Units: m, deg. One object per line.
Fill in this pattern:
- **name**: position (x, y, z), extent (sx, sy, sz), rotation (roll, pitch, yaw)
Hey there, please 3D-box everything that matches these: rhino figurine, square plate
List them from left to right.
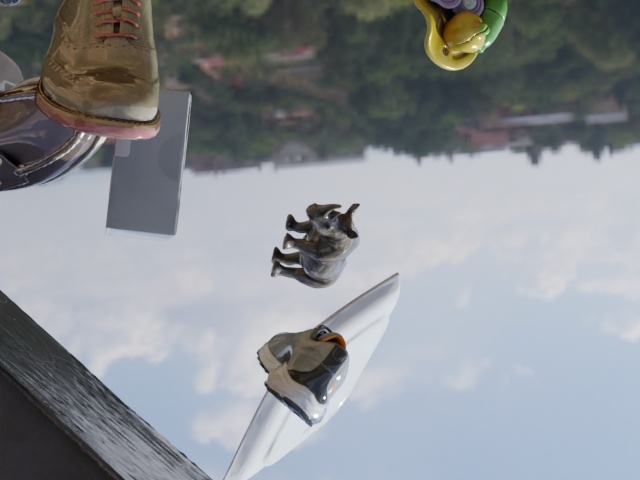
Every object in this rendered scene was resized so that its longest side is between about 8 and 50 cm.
- **square plate**: position (-0.002, 0.243, 2.217), extent (0.049, 0.344, 0.347), rotation (37, -146, 17)
- **rhino figurine**: position (0.000, 0.000, 1.831), extent (0.106, 0.073, 0.243), rotation (13, 153, -8)

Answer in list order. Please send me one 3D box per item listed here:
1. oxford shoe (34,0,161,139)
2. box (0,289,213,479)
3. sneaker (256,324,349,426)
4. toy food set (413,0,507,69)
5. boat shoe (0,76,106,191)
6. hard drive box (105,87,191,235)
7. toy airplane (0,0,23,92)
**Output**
- **oxford shoe**: position (-0.226, -0.204, 1.331), extent (0.123, 0.130, 0.348), rotation (6, -156, -20)
- **box**: position (-0.408, 0.244, 1.473), extent (0.480, 0.297, 0.472), rotation (40, 174, 13)
- **sneaker**: position (-0.011, 0.157, 1.653), extent (0.108, 0.100, 0.271), rotation (-48, -171, -1)
- **toy food set**: position (0.182, -0.301, 1.495), extent (0.071, 0.218, 0.128), rotation (-6, 145, 44)
- **boat shoe**: position (-0.381, -0.103, 1.430), extent (0.324, 0.116, 0.097), rotation (-11, -173, 27)
- **hard drive box**: position (-0.226, -0.095, 1.683), extent (0.089, 0.181, 0.232), rotation (6, 176, -10)
- **toy airplane**: position (-0.480, -0.342, 1.620), extent (0.386, 0.384, 0.272), rotation (35, -120, 19)
